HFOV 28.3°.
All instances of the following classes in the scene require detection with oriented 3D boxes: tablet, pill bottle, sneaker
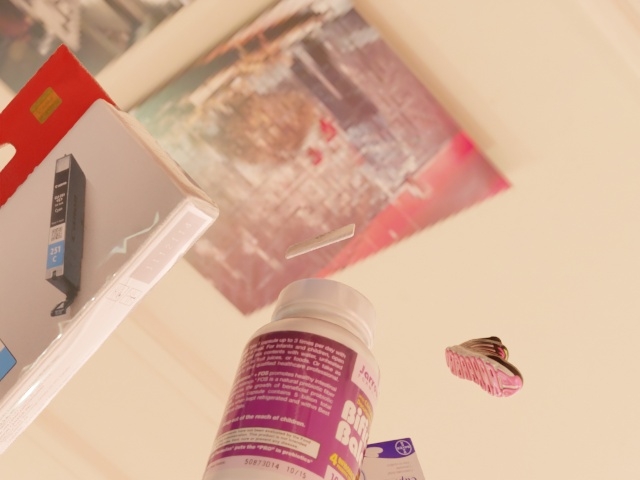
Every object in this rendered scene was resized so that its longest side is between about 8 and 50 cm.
[{"bbox_3d":[0.000,0.000,1.477,0.083,0.006,0.054,-19,-168,8],"label":"tablet"},{"bbox_3d":[-0.024,0.196,1.439,0.169,0.169,0.302,-27,-145,41],"label":"pill bottle"},{"bbox_3d":[0.249,0.175,1.833,0.074,0.063,0.170,-26,-163,-20],"label":"sneaker"}]

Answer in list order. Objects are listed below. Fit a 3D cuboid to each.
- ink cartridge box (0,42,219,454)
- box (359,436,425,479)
[{"bbox_3d":[-0.272,-0.005,1.128,0.296,0.066,0.261,-47,-117,7],"label":"ink cartridge box"},{"bbox_3d":[0.066,0.319,1.528,0.072,0.126,0.137,108,-30,-50],"label":"box"}]
